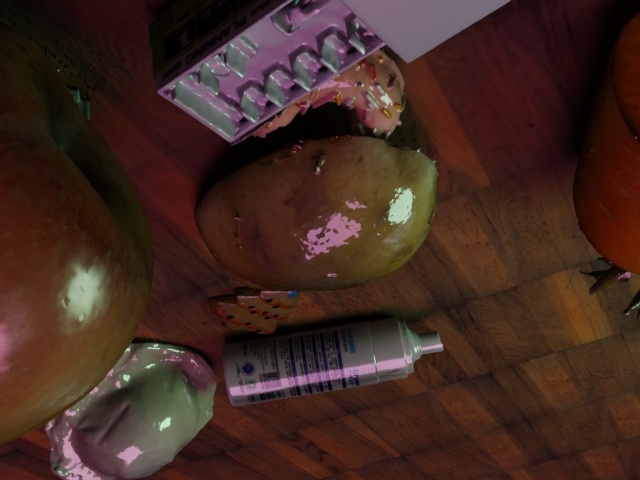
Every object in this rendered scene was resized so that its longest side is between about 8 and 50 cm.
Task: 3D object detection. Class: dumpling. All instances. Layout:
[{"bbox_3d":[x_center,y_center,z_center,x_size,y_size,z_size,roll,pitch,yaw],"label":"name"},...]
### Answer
[{"bbox_3d":[-0.263,0.232,1.287,0.258,0.147,0.193,-21,115,-23],"label":"dumpling"}]

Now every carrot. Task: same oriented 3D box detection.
[{"bbox_3d":[0.364,-0.061,0.934,0.214,0.193,0.331,33,156,18],"label":"carrot"}]

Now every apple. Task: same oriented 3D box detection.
[{"bbox_3d":[-0.304,0.003,0.705,0.305,0.338,0.338,-27,144,2],"label":"apple"}]

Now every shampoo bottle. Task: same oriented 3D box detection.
[{"bbox_3d":[0.019,0.164,1.289,0.303,0.092,0.092,-10,146,0],"label":"shampoo bottle"}]

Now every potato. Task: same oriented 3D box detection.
[{"bbox_3d":[0.000,0.000,0.977,0.239,0.116,0.299,11,157,-39],"label":"potato"}]

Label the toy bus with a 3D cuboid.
[{"bbox_3d":[0.001,-0.187,0.721,0.302,0.139,0.113,-28,139,29],"label":"toy bus"}]

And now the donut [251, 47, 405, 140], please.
[{"bbox_3d":[0.005,-0.143,0.855,0.166,0.065,0.117,-5,147,-8],"label":"donut"}]

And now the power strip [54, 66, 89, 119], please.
[{"bbox_3d":[-0.261,-0.105,0.871,0.075,0.042,0.175,7,143,-20],"label":"power strip"}]

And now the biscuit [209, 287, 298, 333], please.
[{"bbox_3d":[-0.079,0.088,1.217,0.130,0.019,0.119,-33,139,31],"label":"biscuit"}]
